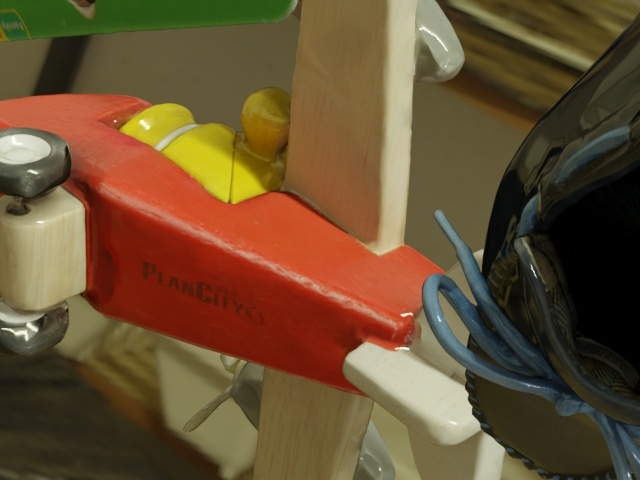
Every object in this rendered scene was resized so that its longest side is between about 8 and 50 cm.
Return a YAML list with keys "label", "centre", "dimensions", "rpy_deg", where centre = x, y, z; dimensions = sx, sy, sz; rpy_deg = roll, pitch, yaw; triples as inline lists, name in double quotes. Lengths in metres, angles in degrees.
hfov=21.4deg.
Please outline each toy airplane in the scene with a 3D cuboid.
- label: "toy airplane"
  centre: [0.000, 0.000, 1.067]
  dimensions: [0.384, 0.386, 0.272]
  rpy_deg: [54, 37, -9]

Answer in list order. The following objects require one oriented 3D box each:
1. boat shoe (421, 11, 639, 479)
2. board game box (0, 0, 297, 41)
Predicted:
- label: "boat shoe"
  centre: [0.076, 0.003, 0.418]
  dimensions: [0.109, 0.258, 0.089]
  rpy_deg: [28, 58, 11]
- label: "board game box"
  centre: [-0.076, -0.163, 0.315]
  dimensions: [0.124, 0.259, 0.039]
  rpy_deg: [3, 26, 43]
